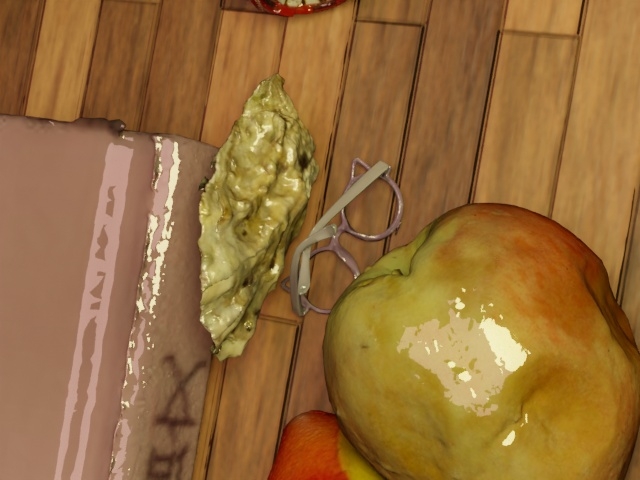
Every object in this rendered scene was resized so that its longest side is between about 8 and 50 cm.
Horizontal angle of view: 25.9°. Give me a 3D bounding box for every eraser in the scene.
[{"bbox_3d":[-0.224,0.082,1.151,0.272,0.122,0.359,7,86,28],"label":"eraser"}]

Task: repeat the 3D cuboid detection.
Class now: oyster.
[{"bbox_3d":[-0.046,-0.010,1.075,0.072,0.133,0.209,1,52,17],"label":"oyster"}]

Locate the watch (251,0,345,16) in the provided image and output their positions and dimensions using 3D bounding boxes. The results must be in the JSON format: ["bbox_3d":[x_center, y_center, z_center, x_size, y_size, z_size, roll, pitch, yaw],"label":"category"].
[{"bbox_3d":[-0.022,-0.312,1.118,0.165,0.102,0.268,-5,73,19],"label":"watch"}]

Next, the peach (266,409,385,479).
[{"bbox_3d":[0.031,0.238,0.988,0.267,0.154,0.158,46,106,22],"label":"peach"}]

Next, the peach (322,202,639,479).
[{"bbox_3d":[0.115,0.100,0.945,0.214,0.214,0.235,-31,88,20],"label":"peach"}]

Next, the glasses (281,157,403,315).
[{"bbox_3d":[0.000,0.000,1.056,0.062,0.104,0.140,36,104,23],"label":"glasses"}]
